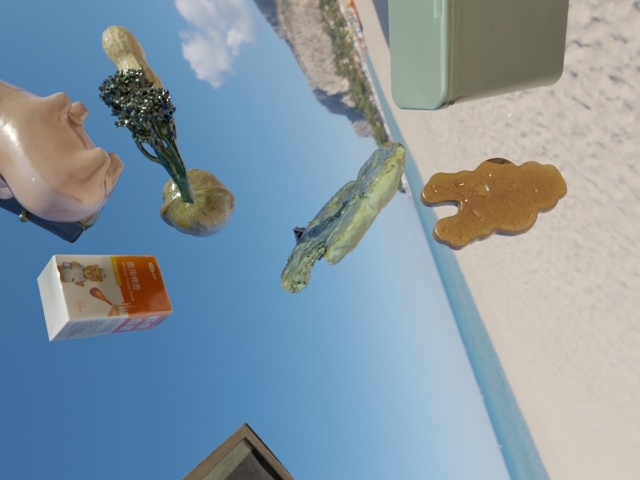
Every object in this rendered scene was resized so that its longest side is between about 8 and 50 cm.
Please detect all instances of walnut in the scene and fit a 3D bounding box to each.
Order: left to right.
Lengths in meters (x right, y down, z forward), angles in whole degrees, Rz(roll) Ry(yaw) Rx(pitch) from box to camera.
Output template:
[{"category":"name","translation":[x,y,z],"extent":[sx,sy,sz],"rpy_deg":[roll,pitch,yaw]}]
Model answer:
[{"category":"walnut","translation":[-0.424,-0.122,1.490],"extent":[0.283,0.282,0.228],"rpy_deg":[28,-138,-71]}]

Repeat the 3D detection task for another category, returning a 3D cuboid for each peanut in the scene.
[{"category":"peanut","translation":[-0.406,-0.375,0.940],"extent":[0.187,0.082,0.082],"rpy_deg":[61,-165,-11]}]

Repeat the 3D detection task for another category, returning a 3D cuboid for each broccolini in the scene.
[{"category":"broccolini","translation":[-0.187,-0.099,0.500],"extent":[0.074,0.058,0.201],"rpy_deg":[35,149,28]}]

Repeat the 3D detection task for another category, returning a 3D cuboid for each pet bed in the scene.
[{"category":"pet bed","translation":[-0.701,-0.094,1.123],"extent":[0.211,0.183,0.159],"rpy_deg":[39,-113,-28]}]

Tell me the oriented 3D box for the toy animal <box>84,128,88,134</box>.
[{"category":"toy animal","translation":[-0.825,-0.306,1.323],"extent":[0.146,0.244,0.115],"rpy_deg":[-50,-48,-60]}]

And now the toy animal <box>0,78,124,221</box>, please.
[{"category":"toy animal","translation":[-0.542,-0.162,0.785],"extent":[0.326,0.269,0.237],"rpy_deg":[53,174,3]}]

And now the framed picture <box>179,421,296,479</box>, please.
[{"category":"framed picture","translation":[-0.101,0.475,0.621],"extent":[0.326,0.028,0.446],"rpy_deg":[43,-171,12]}]

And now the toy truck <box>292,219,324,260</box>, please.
[{"category":"toy truck","translation":[0.000,0.000,1.221],"extent":[0.092,0.192,0.083],"rpy_deg":[-26,-66,-35]}]

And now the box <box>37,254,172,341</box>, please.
[{"category":"box","translation":[-0.675,0.173,1.367],"extent":[0.341,0.143,0.225],"rpy_deg":[3,-125,-52]}]

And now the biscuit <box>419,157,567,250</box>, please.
[{"category":"biscuit","translation":[0.363,-0.085,0.896],"extent":[0.044,0.294,0.186],"rpy_deg":[80,179,-71]}]

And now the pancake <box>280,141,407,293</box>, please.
[{"category":"pancake","translation":[0.033,-0.035,0.584],"extent":[0.037,0.253,0.254],"rpy_deg":[39,-160,-9]}]

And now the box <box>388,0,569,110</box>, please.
[{"category":"box","translation":[0.318,-0.464,0.856],"extent":[0.177,0.343,0.352],"rpy_deg":[30,132,58]}]
